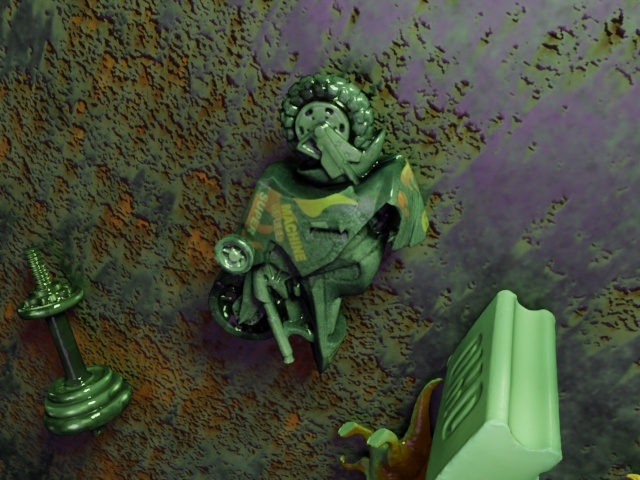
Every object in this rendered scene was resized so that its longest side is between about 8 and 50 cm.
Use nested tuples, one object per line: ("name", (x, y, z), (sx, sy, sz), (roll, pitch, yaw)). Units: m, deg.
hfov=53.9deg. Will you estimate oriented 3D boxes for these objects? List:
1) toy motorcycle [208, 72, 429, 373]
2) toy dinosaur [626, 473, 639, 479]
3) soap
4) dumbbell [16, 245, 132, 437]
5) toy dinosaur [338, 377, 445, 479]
("toy motorcycle", (0.000, 0.000, 0.606), (0.173, 0.108, 0.307), (24, 123, -1))
("toy dinosaur", (0.437, 0.339, 0.629), (0.289, 0.070, 0.117), (22, 83, 8))
("soap", (0.157, 0.145, 0.570), (0.067, 0.198, 0.119), (30, 121, 3))
("dumbbell", (-0.314, 0.128, 0.776), (0.110, 0.110, 0.254), (-8, 106, 21))
("toy dinosaur", (0.100, 0.257, 0.729), (0.142, 0.057, 0.212), (42, 122, -18))
